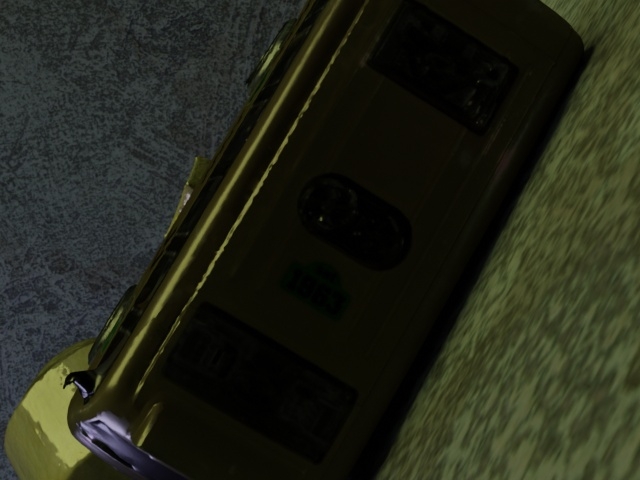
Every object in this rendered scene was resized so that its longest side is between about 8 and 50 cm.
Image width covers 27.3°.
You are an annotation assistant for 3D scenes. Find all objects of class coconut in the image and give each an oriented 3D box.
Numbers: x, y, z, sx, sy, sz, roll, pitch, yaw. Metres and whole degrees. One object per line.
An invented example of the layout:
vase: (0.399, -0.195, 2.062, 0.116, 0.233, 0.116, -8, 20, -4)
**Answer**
coconut: (-0.187, 0.207, 1.264, 0.202, 0.222, 0.202, -25, -38, -21)

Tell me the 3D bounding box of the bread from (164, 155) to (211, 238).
bread: (-0.087, -0.014, 1.611, 0.125, 0.188, 0.068, 121, 171, -50)

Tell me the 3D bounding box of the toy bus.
toy bus: (0.000, 0.000, 0.634, 0.290, 0.139, 0.157, -58, 8, -8)
